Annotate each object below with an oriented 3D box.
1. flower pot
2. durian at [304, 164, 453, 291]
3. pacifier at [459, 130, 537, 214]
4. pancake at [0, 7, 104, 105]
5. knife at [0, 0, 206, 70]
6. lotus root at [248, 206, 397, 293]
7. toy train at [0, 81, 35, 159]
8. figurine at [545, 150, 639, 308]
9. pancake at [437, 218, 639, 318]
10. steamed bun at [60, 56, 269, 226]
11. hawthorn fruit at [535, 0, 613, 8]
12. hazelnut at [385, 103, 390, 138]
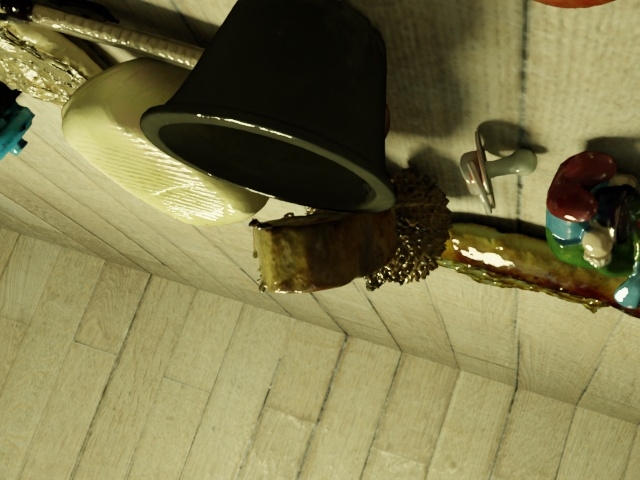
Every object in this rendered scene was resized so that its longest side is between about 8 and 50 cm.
[{"bbox_3d":[-0.027,-0.129,0.812,0.235,0.148,0.235,16,168,3],"label":"flower pot"},{"bbox_3d":[0.081,-0.024,1.143,0.196,0.167,0.196,26,-168,-6],"label":"durian"},{"bbox_3d":[0.187,-0.071,0.942,0.078,0.081,0.099,-13,159,12],"label":"pacifier"},{"bbox_3d":[-0.375,-0.228,1.139,0.282,0.049,0.282,19,167,5],"label":"pancake"},{"bbox_3d":[-0.169,-0.208,0.948,0.365,0.043,0.089,16,-160,4],"label":"knife"},{"bbox_3d":[0.000,0.000,0.981,0.170,0.074,0.260,-11,-175,1],"label":"lotus root"},{"bbox_3d":[-0.564,-0.125,1.310,0.188,0.300,0.265,40,147,-21],"label":"toy train"},{"bbox_3d":[0.344,-0.004,0.888,0.234,0.127,0.185,25,163,27],"label":"figurine"},{"bbox_3d":[0.265,0.044,1.305,0.427,0.067,0.305,15,169,11],"label":"pancake"},{"bbox_3d":[-0.165,-0.127,1.049,0.239,0.152,0.170,39,151,-30],"label":"steamed bun"},{"bbox_3d":[0.075,-0.230,0.355,0.165,0.165,0.285,5,138,47],"label":"hawthorn fruit"},{"bbox_3d":[0.030,-0.121,0.931,0.086,0.086,0.086,18,167,4],"label":"hazelnut"}]
